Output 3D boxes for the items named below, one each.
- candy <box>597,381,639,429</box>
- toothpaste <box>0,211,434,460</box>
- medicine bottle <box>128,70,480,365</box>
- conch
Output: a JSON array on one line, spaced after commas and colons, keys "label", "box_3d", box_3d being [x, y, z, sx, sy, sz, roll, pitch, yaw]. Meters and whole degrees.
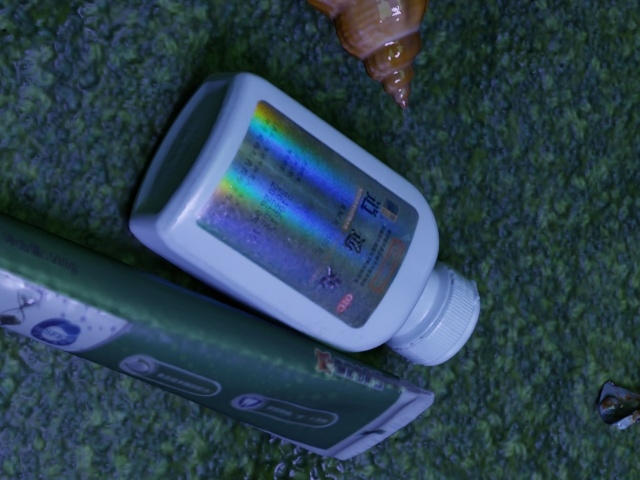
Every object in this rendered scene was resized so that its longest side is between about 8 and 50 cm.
[{"label": "candy", "box_3d": [0.277, 0.120, 1.408, 0.182, 0.053, 0.046, 4, 87, -30]}, {"label": "toothpaste", "box_3d": [-0.110, 0.048, 1.151, 0.392, 0.099, 0.061, 24, 47, -28]}, {"label": "medicine bottle", "box_3d": [0.000, 0.000, 1.215, 0.229, 0.083, 0.121, 34, 75, -28]}, {"label": "conch", "box_3d": [0.027, -0.247, 1.225, 0.109, 0.093, 0.330, -9, 94, -25]}]
